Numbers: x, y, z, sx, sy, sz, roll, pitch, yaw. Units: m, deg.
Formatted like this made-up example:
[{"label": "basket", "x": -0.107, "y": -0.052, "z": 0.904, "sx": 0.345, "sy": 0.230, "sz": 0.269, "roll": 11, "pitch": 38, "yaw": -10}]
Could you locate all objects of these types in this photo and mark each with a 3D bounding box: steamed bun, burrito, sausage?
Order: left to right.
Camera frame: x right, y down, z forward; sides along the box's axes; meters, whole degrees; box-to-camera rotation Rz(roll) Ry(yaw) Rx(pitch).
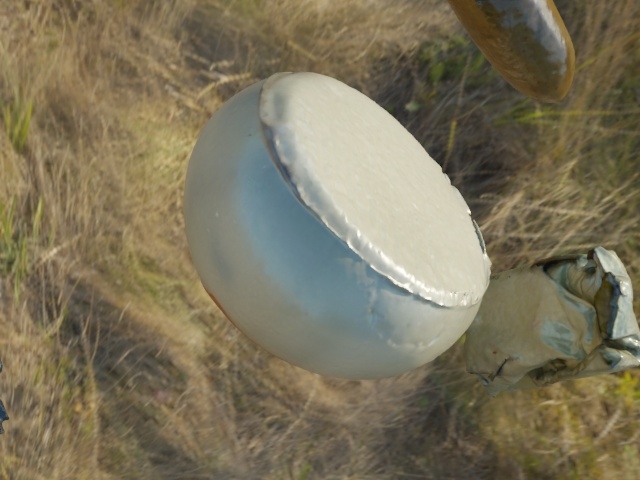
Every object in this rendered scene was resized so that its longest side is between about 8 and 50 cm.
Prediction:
[{"label": "steamed bun", "x": 0.000, "y": 0.000, "z": 1.255, "sx": 0.374, "sy": 0.241, "sz": 0.374, "roll": 37, "pitch": 25, "yaw": -21}, {"label": "sausage", "x": 0.208, "y": -0.375, "z": 1.480, "sx": 0.500, "sy": 0.123, "sz": 0.136, "roll": 55, "pitch": 31, "yaw": -25}, {"label": "burrito", "x": 0.355, "y": 0.128, "z": 1.651, "sx": 0.135, "sy": 0.332, "sz": 0.190, "roll": 19, "pitch": 70, "yaw": -26}]

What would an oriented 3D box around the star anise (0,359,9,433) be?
[{"label": "star anise", "x": -0.451, "y": 0.131, "z": 1.259, "sx": 0.093, "sy": 0.236, "sz": 0.229, "roll": -45, "pitch": 118, "yaw": -44}]
